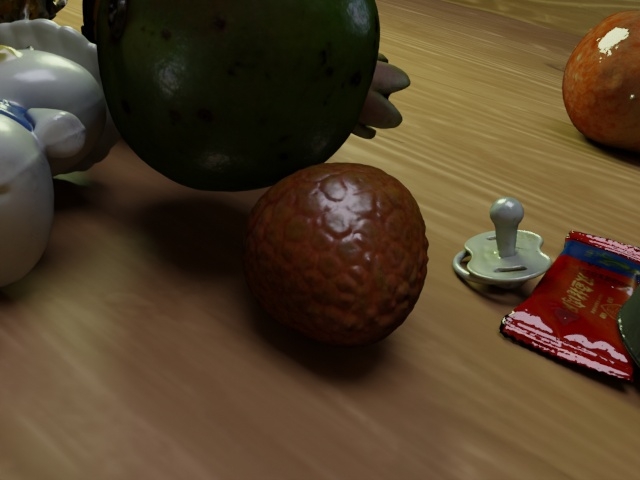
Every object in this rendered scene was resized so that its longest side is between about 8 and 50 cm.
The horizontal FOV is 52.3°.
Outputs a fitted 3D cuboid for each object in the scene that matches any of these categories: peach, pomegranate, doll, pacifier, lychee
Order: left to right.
[{"bbox_3d":[-0.197,-0.061,0.403,0.138,0.119,0.293,-23,27,10],"label":"doll"},{"bbox_3d":[-0.031,-0.119,0.431,0.225,0.187,0.187,3,24,-46],"label":"pomegranate"},{"bbox_3d":[0.000,0.002,0.375,0.140,0.114,0.101,51,20,28],"label":"lychee"},{"bbox_3d":[0.130,-0.001,0.476,0.068,0.064,0.083,-3,24,11],"label":"pacifier"},{"bbox_3d":[0.438,-0.210,0.897,0.233,0.232,0.232,9,27,-5],"label":"peach"}]

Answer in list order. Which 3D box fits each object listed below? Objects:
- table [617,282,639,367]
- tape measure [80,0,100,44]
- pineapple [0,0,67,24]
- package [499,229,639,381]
[{"bbox_3d":[0.255,0.064,0.397,0.134,0.043,0.133,13,33,-9],"label":"table"},{"bbox_3d":[-0.105,-0.181,0.582,0.223,0.202,0.135,25,32,10],"label":"tape measure"},{"bbox_3d":[-0.364,-0.259,0.495,0.353,0.352,0.300,18,18,14],"label":"pineapple"},{"bbox_3d":[0.200,0.037,0.474,0.083,0.022,0.200,24,31,24],"label":"package"}]
